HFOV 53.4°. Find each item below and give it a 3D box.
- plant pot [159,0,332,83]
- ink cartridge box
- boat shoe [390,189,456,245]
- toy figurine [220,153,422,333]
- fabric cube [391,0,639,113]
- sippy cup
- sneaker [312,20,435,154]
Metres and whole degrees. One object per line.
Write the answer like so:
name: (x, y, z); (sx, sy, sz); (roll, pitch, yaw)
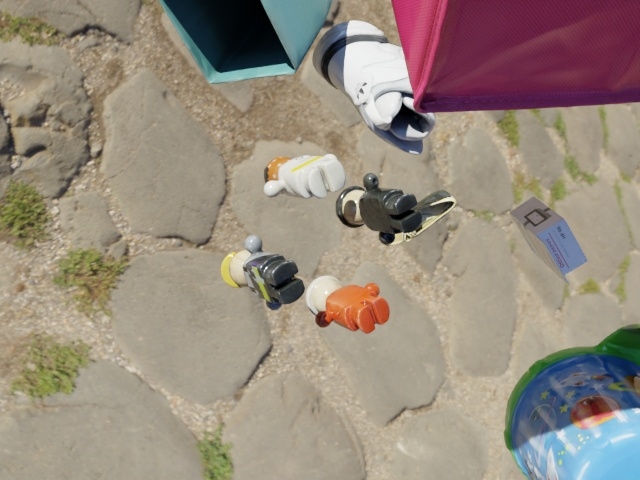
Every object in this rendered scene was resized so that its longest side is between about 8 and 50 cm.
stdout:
plant pot: (-0.082, -0.368, 0.906); (0.234, 0.165, 0.166); (-61, 138, -32)
ink cartridge box: (0.200, -0.001, 0.552); (0.048, 0.028, 0.083); (53, 9, -19)
boat shoe: (0.176, -0.037, 1.158); (0.056, 0.153, 0.048); (59, 6, -16)
toy figurine: (0.000, 0.000, 0.816); (0.209, 0.148, 0.213); (20, 87, -32)
fabric cube: (0.168, -0.251, 0.341); (0.259, 0.254, 0.258); (-3, 61, -5)
sippy cup: (0.372, 0.276, 0.809); (0.224, 0.240, 0.306); (-48, 122, -81)
sneaker: (0.173, -0.250, 1.084); (0.365, 0.137, 0.210); (-3, 51, -37)
